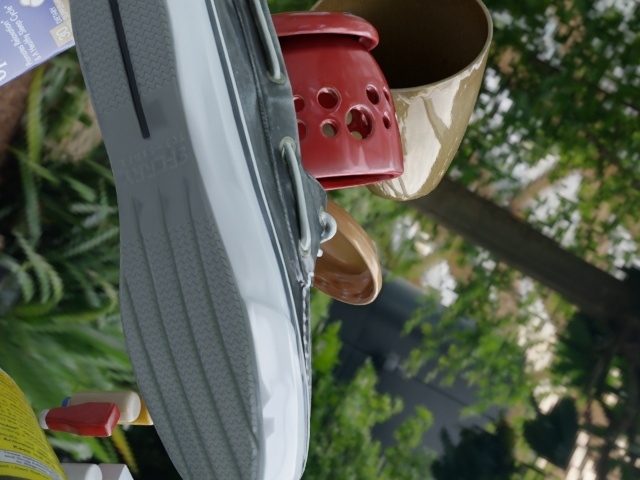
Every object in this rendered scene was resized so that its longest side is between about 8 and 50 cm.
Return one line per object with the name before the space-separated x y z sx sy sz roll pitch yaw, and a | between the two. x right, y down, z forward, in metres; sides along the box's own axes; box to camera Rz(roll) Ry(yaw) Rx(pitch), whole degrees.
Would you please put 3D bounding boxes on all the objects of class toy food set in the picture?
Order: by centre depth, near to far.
toy food set | -0.289 0.258 1.415 0.232 0.105 0.111 -72 153 -46

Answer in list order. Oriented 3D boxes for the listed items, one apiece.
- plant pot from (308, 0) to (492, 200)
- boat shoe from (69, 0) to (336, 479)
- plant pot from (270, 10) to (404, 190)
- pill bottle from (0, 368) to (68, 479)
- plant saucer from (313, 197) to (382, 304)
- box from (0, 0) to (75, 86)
plant pot | 0.104 -0.182 1.528 0.254 0.237 0.237 82 26 -49
boat shoe | -0.044 -0.017 0.655 0.119 0.335 0.121 -12 -176 -44
plant pot | -0.014 -0.140 1.207 0.191 0.191 0.174 147 -61 -83
pill bottle | -0.298 0.199 0.902 0.187 0.188 0.334 -61 -146 8
plant saucer | 0.000 0.000 1.459 0.037 0.200 0.200 -48 178 -23
box | -0.333 -0.175 1.048 0.225 0.036 0.136 -31 158 -7
